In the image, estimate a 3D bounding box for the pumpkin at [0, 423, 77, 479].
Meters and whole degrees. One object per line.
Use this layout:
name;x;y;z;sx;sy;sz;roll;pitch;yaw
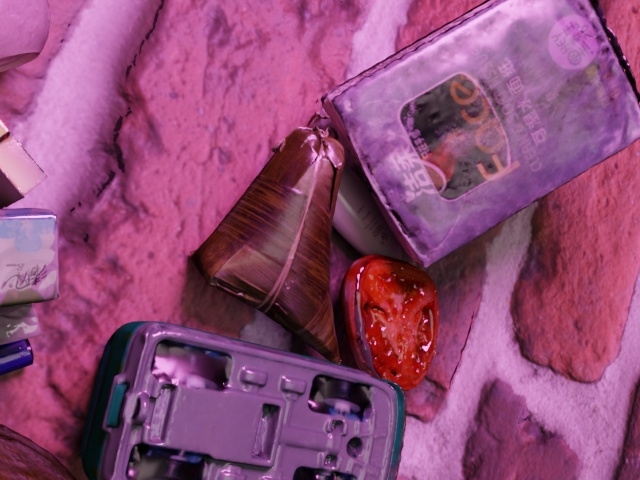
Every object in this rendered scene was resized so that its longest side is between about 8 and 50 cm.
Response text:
pumpkin;-0.356;0.300;0.792;0.303;0.225;0.256;15;85;-35

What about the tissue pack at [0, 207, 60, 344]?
tissue pack;-0.386;0.045;0.808;0.229;0.159;0.145;-4;91;-30

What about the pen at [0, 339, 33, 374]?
pen;-0.431;0.160;0.851;0.269;0.033;0.033;-20;98;-29

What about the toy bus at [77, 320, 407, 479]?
toy bus;-0.096;0.210;0.946;0.343;0.199;0.183;19;76;-28

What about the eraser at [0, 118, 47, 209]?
eraser;-0.375;-0.132;0.820;0.038;0.157;0.230;-46;110;-26

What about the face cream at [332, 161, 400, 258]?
face cream;0.040;-0.045;1.118;0.072;0.051;0.182;-47;111;-20

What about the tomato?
tomato;0.078;0.113;1.116;0.166;0.082;0.174;16;75;-40

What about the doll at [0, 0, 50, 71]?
doll;-0.376;-0.313;0.835;0.151;0.151;0.287;-22;98;-29

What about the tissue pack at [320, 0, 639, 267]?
tissue pack;0.213;-0.162;1.074;0.361;0.122;0.259;-30;101;-4

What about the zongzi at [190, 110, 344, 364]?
zongzi;0.000;0.000;1.041;0.241;0.111;0.247;37;86;-25
